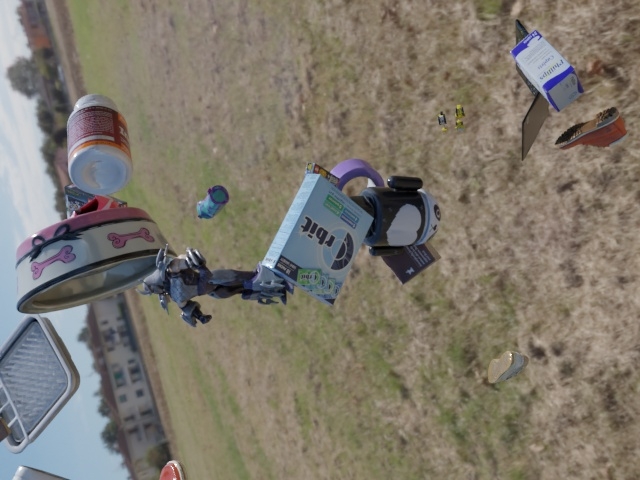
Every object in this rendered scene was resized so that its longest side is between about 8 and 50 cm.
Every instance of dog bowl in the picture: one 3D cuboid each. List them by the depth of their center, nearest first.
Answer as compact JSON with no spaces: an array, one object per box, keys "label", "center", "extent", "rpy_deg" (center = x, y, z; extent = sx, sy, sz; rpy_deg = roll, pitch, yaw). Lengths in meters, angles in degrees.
[{"label":"dog bowl","center":[-0.589,0.048,1.580],"extent":[0.150,0.408,0.408],"rpy_deg":[68,160,8]}]

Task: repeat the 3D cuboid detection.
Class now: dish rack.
[{"label":"dish rack","center":[-0.806,0.394,1.710],"extent":[0.333,0.072,0.285],"rpy_deg":[-48,65,18]}]

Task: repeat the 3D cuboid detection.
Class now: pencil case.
[{"label":"pencil case","center":[-0.325,-0.113,1.828],"extent":[0.152,0.070,0.064],"rpy_deg":[-32,33,59]}]

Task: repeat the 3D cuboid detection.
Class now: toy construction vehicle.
[{"label":"toy construction vehicle","center":[0.423,-0.392,1.957],"extent":[0.098,0.086,0.035],"rpy_deg":[59,-152,-48]}]

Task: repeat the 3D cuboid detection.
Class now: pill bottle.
[{"label":"pill bottle","center":[-0.321,-0.144,0.884],"extent":[0.086,0.086,0.152],"rpy_deg":[97,158,-47]}]

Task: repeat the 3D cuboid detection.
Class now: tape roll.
[{"label":"tape roll","center":[0.117,-0.176,2.061],"extent":[0.080,0.189,0.189],"rpy_deg":[-120,23,-55]}]

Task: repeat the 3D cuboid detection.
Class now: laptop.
[{"label":"laptop","center":[0.521,-0.385,1.587],"extent":[0.264,0.137,0.234],"rpy_deg":[66,-172,23]}]

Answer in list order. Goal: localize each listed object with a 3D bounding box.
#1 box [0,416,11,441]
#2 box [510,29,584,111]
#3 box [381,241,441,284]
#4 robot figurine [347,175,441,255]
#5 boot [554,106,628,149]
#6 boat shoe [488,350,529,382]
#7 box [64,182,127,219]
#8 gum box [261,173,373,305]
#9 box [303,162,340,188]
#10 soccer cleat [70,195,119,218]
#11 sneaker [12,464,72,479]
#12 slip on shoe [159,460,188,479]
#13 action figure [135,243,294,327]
[{"label":"box","center":[-0.531,0.314,0.843],"extent":[0.036,0.136,0.225],"rpy_deg":[61,167,0]},{"label":"box","center":[0.501,-0.372,1.345],"extent":[0.072,0.126,0.137],"rpy_deg":[-41,61,20]},{"label":"box","center":[0.291,0.026,2.053],"extent":[0.191,0.143,0.381],"rpy_deg":[54,-168,8]},{"label":"robot figurine","center":[0.205,-0.066,1.724],"extent":[0.209,0.278,0.173],"rpy_deg":[135,131,-61]},{"label":"boot","center":[0.635,-0.239,1.428],"extent":[0.158,0.059,0.084],"rpy_deg":[-24,119,42]},{"label":"boat shoe","center":[0.474,0.325,1.541],"extent":[0.170,0.059,0.063],"rpy_deg":[105,171,-64]},{"label":"box","center":[-0.713,-0.076,1.947],"extent":[0.233,0.044,0.159],"rpy_deg":[19,120,23]},{"label":"gum box","center":[0.000,0.000,1.086],"extent":[0.157,0.184,0.041],"rpy_deg":[36,164,-37]},{"label":"box","center":[0.001,-0.142,1.626],"extent":[0.027,0.137,0.093],"rpy_deg":[7,81,32]},{"label":"soccer cleat","center":[-0.624,-0.026,1.557],"extent":[0.083,0.248,0.095],"rpy_deg":[50,-179,38]},{"label":"sneaker","center":[-0.618,0.653,1.488],"extent":[0.106,0.290,0.123],"rpy_deg":[116,172,-64]},{"label":"slip on shoe","center":[-0.370,0.643,1.362],"extent":[0.123,0.101,0.331],"rpy_deg":[-46,24,35]},{"label":"action figure","center":[-0.200,0.083,1.148],"extent":[0.185,0.285,0.099],"rpy_deg":[107,157,-52]}]
